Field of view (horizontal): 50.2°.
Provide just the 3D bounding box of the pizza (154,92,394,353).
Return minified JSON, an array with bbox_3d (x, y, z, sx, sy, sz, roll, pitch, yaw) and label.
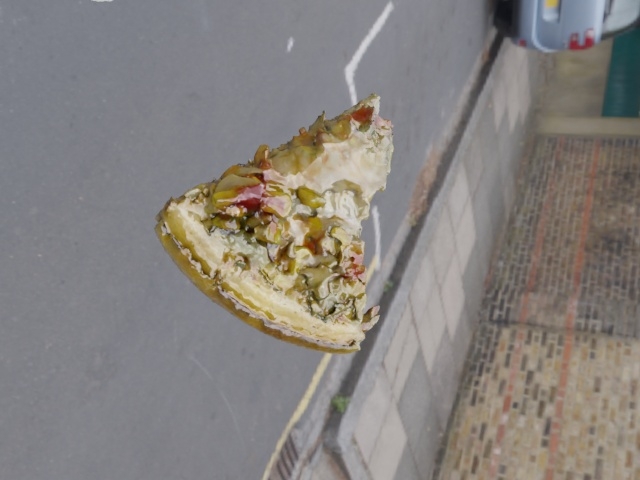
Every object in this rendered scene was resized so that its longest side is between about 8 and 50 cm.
[{"bbox_3d":[0.000,0.000,0.741,0.288,0.074,0.251,-33,107,-9],"label":"pizza"}]
